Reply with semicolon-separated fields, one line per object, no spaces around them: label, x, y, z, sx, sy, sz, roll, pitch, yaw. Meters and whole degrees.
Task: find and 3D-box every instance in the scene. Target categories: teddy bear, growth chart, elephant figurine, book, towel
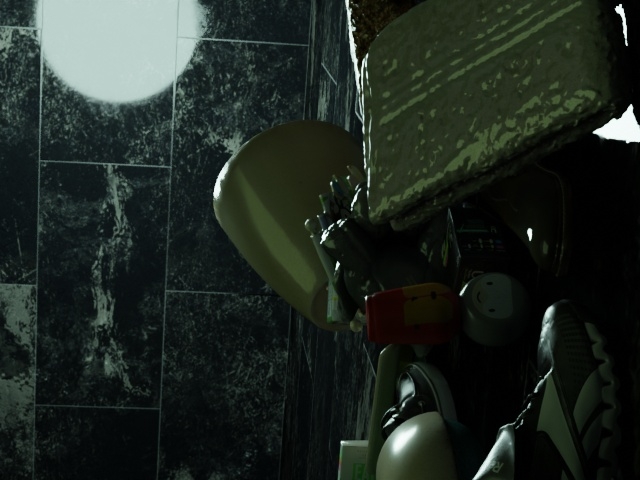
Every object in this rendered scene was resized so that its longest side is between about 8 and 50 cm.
teddy bear;0.099;-0.242;1.832;0.245;0.113;0.337;89;174;-73
growth chart;0.050;-0.002;1.751;0.172;0.021;0.237;63;-150;-9
elephant figurine;0.084;0.025;1.608;0.186;0.169;0.239;-57;-2;-10
book;0.068;0.334;1.796;0.035;0.096;0.144;-116;29;-77
towel;0.134;-0.132;1.109;0.282;0.049;0.187;-27;56;46

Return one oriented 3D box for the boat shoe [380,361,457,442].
boat shoe;0.105;0.216;1.516;0.228;0.076;0.080;-102;25;-49

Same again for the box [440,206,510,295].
box;0.153;0.015;1.361;0.083;0.052;0.062;-96;10;-52

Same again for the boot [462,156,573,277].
boot;0.148;-0.035;1.170;0.219;0.106;0.082;-98;12;-61

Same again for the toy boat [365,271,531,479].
toy boat;0.125;0.190;1.251;0.267;0.148;0.318;-97;2;-83

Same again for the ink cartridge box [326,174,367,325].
ink cartridge box;0.068;0.011;1.875;0.062;0.109;0.209;130;142;-80

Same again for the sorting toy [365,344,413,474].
sorting toy;0.099;0.167;1.746;0.208;0.038;0.193;-67;-15;-61

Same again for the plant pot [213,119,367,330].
plant pot;0.000;0.000;2.079;0.274;0.257;0.256;-118;27;-44

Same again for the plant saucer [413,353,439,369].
plant saucer;0.128;0.191;1.656;0.119;0.021;0.119;-178;90;-83

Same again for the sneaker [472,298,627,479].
sneaker;0.160;0.151;0.982;0.078;0.106;0.234;110;162;-67
